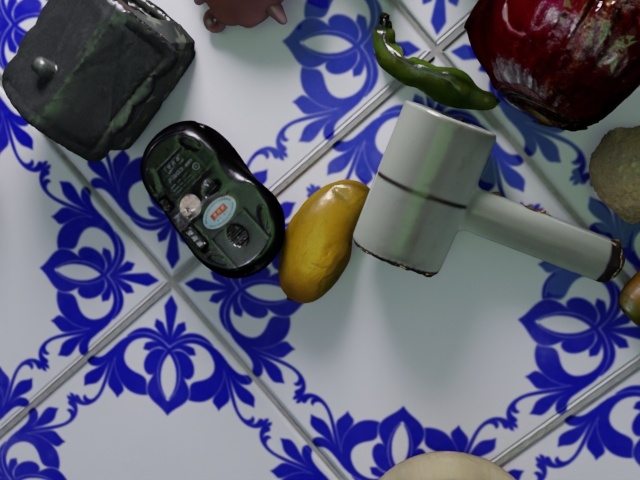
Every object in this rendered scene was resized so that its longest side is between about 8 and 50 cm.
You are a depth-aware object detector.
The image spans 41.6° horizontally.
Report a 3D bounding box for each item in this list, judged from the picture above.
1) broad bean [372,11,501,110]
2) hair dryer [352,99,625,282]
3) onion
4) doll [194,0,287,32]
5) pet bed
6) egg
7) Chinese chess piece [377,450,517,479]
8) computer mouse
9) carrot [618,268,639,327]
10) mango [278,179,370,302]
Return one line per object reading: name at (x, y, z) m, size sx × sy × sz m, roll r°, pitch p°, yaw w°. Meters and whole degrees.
broad bean at (0.141, -0.218, 1.104) m, size 0.195 × 0.046 × 0.061 m, roll 38°, pitch 106°, yaw 3°
hair dryer at (0.242, -0.027, 1.093) m, size 0.361 × 0.128 × 0.203 m, roll 20°, pitch 102°, yaw -2°
onion at (0.291, -0.257, 0.994) m, size 0.206 × 0.207 × 0.216 m, roll 32°, pitch 98°, yaw 0°
doll at (-0.094, -0.382, 1.079) m, size 0.211 × 0.093 × 0.262 m, roll 30°, pitch 120°, yaw 15°
pet bed at (-0.296, -0.235, 1.117) m, size 0.183 × 0.159 × 0.211 m, roll 41°, pitch 105°, yaw 1°
egg at (0.405, -0.081, 1.053) m, size 0.140 × 0.118 × 0.116 m, roll 35°, pitch 61°, yaw 11°
Chinese chess piece at (0.180, 0.430, 1.179) m, size 0.269 × 0.112 × 0.270 m, roll 2°, pitch 101°, yaw 9°
computer mouse at (-0.141, -0.057, 1.156) m, size 0.137 × 0.096 × 0.233 m, roll -39°, pitch 88°, yaw 9°
carrot at (0.467, 0.034, 1.075) m, size 0.087 × 0.087 × 0.193 m, roll 42°, pitch 100°, yaw 0°
mango at (0.000, 0.000, 1.152) m, size 0.098 × 0.075 × 0.190 m, roll 25°, pitch 100°, yaw -11°
